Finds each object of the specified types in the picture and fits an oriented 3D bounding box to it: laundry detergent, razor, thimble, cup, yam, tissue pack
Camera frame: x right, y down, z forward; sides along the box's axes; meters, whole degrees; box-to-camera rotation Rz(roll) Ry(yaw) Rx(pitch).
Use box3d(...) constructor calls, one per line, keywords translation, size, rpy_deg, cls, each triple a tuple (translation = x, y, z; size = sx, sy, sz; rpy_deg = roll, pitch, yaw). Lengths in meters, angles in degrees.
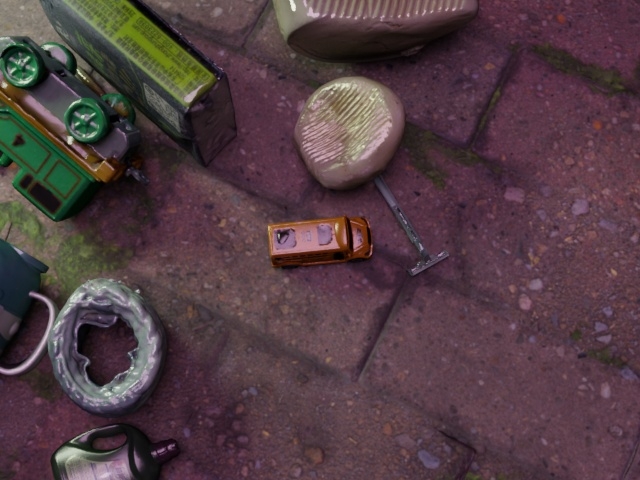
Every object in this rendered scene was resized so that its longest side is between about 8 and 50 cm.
box3d(translation=(-0.364, 0.396, 1.748), size=(0.221, 0.078, 0.144), rpy_deg=(-24, 72, -2), cls="laundry detergent")
box3d(translation=(0.156, -0.041, 1.846), size=(0.084, 0.036, 0.211), rpy_deg=(-29, 78, -6), cls="razor")
box3d(translation=(-0.379, 0.193, 1.753), size=(0.205, 0.172, 0.250), rpy_deg=(-9, 79, -4), cls="thimble")
box3d(translation=(-0.617, 0.124, 1.754), size=(0.289, 0.219, 0.258), rpy_deg=(29, 79, 5), cls="cup")
box3d(translation=(-0.455, -0.308, 1.946), size=(0.021, 0.021, 0.116), rpy_deg=(-41, 78, -7), cls="yam")
box3d(translation=(-0.337, -0.338, 1.812), size=(0.394, 0.288, 0.124), rpy_deg=(41, 78, 11), cls="tissue pack")

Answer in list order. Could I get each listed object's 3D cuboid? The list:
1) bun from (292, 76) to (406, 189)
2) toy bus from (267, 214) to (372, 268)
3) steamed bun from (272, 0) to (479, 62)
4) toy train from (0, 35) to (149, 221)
box3d(translation=(0.063, -0.200, 1.838), size=(0.231, 0.133, 0.231), rpy_deg=(-9, 70, 26), cls="bun")
box3d(translation=(0.000, 0.000, 1.817), size=(0.194, 0.088, 0.083), rpy_deg=(-6, 76, 2), cls="toy bus")
box3d(translation=(0.092, -0.467, 1.850), size=(0.383, 0.236, 0.247), rpy_deg=(-8, 79, -8), cls="steamed bun")
box3d(translation=(-0.511, -0.212, 1.815), size=(0.429, 0.178, 0.249), rpy_deg=(40, 105, -1), cls="toy train")
